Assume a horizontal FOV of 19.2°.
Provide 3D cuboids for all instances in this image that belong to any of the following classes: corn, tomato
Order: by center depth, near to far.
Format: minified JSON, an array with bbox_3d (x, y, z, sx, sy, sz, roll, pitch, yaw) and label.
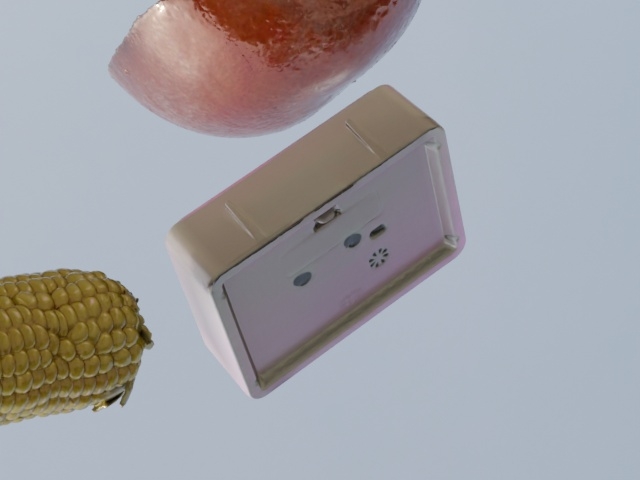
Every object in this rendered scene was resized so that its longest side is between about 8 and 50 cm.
[{"bbox_3d":[-0.216,0.071,1.121,0.091,0.091,0.260,16,-162,42],"label":"corn"},{"bbox_3d":[-0.017,-0.189,1.654,0.338,0.338,0.144,-35,-89,-39],"label":"tomato"}]

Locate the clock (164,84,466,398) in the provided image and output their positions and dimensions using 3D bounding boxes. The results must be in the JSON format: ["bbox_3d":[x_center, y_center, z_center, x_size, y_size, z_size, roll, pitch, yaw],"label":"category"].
[{"bbox_3d":[0.000,0.000,1.303,0.197,0.150,0.063,-35,-126,-14],"label":"clock"}]
